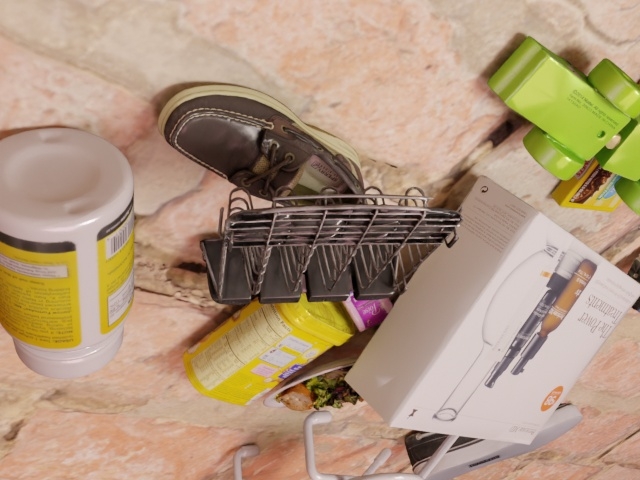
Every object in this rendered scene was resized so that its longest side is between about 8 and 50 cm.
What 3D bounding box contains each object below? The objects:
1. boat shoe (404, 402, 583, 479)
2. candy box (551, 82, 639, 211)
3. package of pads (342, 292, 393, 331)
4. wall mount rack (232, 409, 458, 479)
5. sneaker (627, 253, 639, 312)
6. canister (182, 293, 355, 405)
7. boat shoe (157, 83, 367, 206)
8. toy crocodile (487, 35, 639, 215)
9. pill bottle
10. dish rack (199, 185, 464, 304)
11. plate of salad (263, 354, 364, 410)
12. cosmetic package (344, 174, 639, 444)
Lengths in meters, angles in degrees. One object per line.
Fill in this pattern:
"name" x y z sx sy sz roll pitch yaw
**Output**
"boat shoe" 0.298 0.331 1.293 0.306 0.105 0.113 -24 147 8
"candy box" 0.375 -0.118 0.878 0.105 0.027 0.206 2 134 -33
"package of pads" 0.047 0.061 0.861 0.050 0.083 0.032 -29 -173 6
"wall mount rack" 0.053 0.337 1.091 0.304 0.130 0.350 14 146 -31
"sneaker" 0.613 0.053 1.130 0.330 0.130 0.147 -17 139 -12
"canister" -0.062 0.120 0.868 0.170 0.073 0.126 -37 143 16
"boat shoe" -0.037 -0.071 0.659 0.223 0.073 0.080 17 123 -43
"toy crocodile" 0.317 -0.112 0.781 0.340 0.105 0.115 22 123 -24
"pill bottle" -0.219 0.020 0.625 0.119 0.119 0.208 -8 138 -22
"dish rack" 0.000 0.000 0.654 0.208 0.074 0.271 -2 162 -10
"plate of salad" 0.025 0.192 0.951 0.200 0.048 0.200 -15 158 -6
"cosmetic package" 0.240 0.113 0.937 0.377 0.097 0.284 22 106 -48
